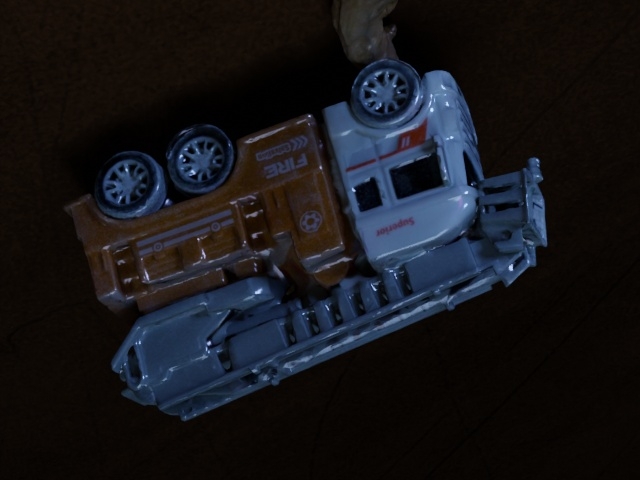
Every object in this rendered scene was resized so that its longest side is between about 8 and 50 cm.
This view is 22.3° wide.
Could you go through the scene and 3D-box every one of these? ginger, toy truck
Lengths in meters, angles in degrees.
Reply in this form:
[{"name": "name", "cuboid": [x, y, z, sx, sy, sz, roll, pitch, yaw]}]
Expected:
[{"name": "ginger", "cuboid": [0.046, -0.181, 1.126, 0.069, 0.051, 0.173, -9, 149, -28]}, {"name": "toy truck", "cuboid": [0.000, 0.000, 1.185, 0.338, 0.184, 0.133, -19, 156, 9]}]
